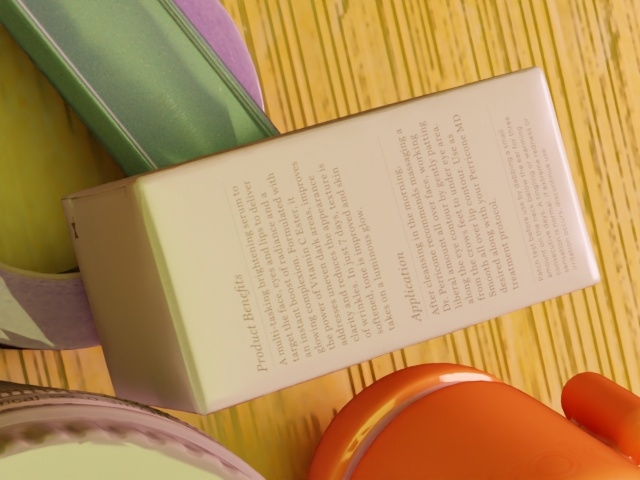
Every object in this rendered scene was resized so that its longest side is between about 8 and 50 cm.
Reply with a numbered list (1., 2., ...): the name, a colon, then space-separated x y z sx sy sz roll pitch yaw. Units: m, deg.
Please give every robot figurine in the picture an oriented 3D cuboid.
1. robot figurine: 0.078 0.131 0.884 0.128 0.219 0.158 12 102 -37

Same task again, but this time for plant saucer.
1. plant saucer: -0.060 -0.053 0.855 0.067 0.018 0.192 -42 100 -16

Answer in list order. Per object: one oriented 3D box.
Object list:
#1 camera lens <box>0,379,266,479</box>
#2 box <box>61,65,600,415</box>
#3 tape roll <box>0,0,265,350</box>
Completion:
1. camera lens: -0.119 0.165 0.772 0.219 0.274 0.219 1 87 -19
2. box: 0.000 0.000 0.796 0.170 0.130 0.091 -17 94 -19
3. tape roll: -0.125 -0.045 0.884 0.189 0.080 0.189 1 88 -20
